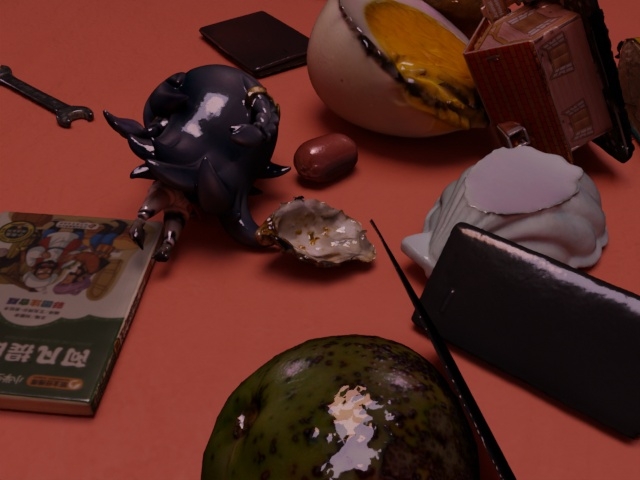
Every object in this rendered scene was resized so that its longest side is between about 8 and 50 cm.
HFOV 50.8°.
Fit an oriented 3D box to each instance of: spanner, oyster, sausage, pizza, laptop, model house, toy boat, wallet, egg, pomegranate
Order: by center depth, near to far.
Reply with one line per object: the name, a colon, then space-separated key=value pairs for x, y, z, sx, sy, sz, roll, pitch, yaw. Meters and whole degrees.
pomegranate: x=0.040 y=0.185 z=0.484 sx=0.248 sy=0.214 sz=0.214 roll=33 pitch=39 yaw=-16
wallet: x=0.218 y=0.079 z=0.660 sx=0.244 sy=0.025 sz=0.124 roll=26 pitch=91 yaw=26
oyster: x=-0.009 y=-0.003 z=0.779 sx=0.148 sy=0.051 sz=0.103 roll=15 pitch=38 yaw=-27
toy boat: x=0.230 y=-0.038 z=0.797 sx=0.290 sy=0.100 sz=0.199 roll=-29 pitch=49 yaw=-33
sausage: x=0.009 y=-0.111 z=0.903 sx=0.094 sy=0.059 sz=0.054 roll=-25 pitch=60 yaw=-33
model house: x=0.279 y=-0.219 z=0.905 sx=0.154 sy=0.293 sz=0.207 roll=-29 pitch=32 yaw=5
egg: x=0.108 y=-0.238 z=0.982 sx=0.287 sy=0.174 sz=0.264 roll=30 pitch=42 yaw=-8
spanner: x=-0.452 y=-0.231 z=1.061 sx=0.255 sy=0.015 sz=0.054 roll=28 pitch=48 yaw=27
pizza: x=0.192 y=-0.368 z=1.131 sx=0.197 sy=0.058 sz=0.292 roll=19 pitch=-12 yaw=-33
laptop: x=-0.107 y=-0.355 z=1.208 sx=0.154 sy=0.026 sz=0.207 roll=-26 pitch=47 yaw=-25

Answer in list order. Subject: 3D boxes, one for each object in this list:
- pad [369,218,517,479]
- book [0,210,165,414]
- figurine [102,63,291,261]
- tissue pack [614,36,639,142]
pad: x=0.117 y=0.130 z=0.516 sx=0.005 sy=0.202 sz=0.299 roll=-29 pitch=37 yaw=6
book: x=-0.297 y=0.063 z=0.719 sx=0.202 sy=0.027 sz=0.264 roll=5 pitch=41 yaw=3
figurine: x=-0.136 y=-0.103 z=0.814 sx=0.197 sy=0.175 sz=0.264 roll=-14 pitch=50 yaw=-5
tissue pack: x=0.592 y=-0.214 z=0.982 sx=0.271 sy=0.133 sz=0.192 roll=-4 pitch=42 yaw=-6
